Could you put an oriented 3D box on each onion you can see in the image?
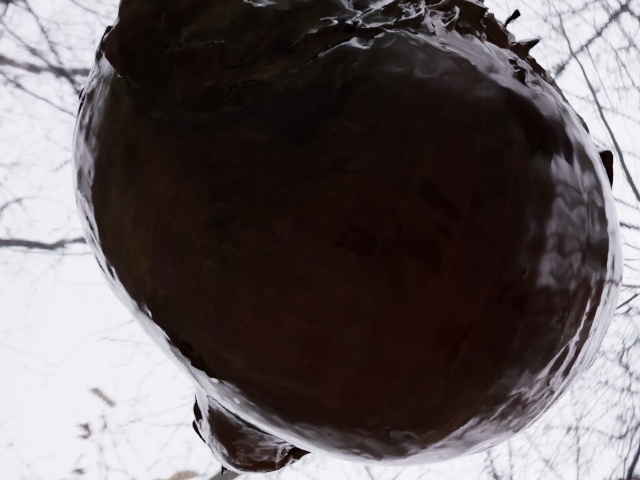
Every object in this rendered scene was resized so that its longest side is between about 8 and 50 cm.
[{"bbox_3d":[0.016,-0.029,0.651,0.353,0.353,0.353,-1,-92,18],"label":"onion"}]
